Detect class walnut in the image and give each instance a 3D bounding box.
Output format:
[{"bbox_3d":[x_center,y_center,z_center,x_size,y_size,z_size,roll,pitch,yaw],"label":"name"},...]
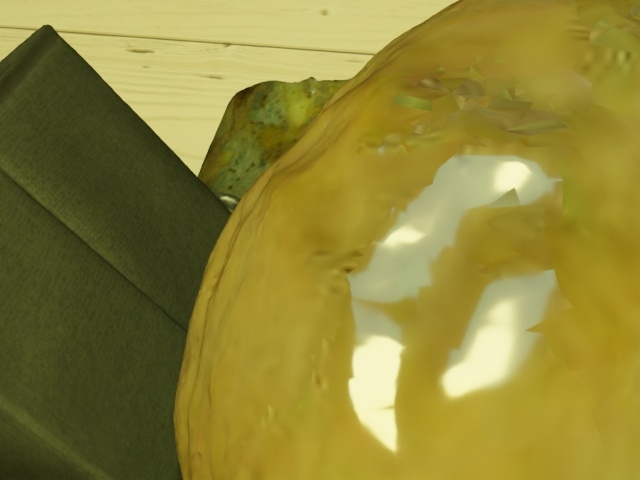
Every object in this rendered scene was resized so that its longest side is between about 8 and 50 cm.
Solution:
[{"bbox_3d":[0.116,0.063,0.453,0.384,0.383,0.383,-9,50,11],"label":"walnut"}]

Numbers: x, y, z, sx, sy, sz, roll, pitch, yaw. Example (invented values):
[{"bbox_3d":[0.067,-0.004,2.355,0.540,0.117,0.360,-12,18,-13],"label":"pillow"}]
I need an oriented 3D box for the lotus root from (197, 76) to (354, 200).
[{"bbox_3d":[-0.015,0.008,0.737,0.267,0.149,0.260,7,54,27],"label":"lotus root"}]

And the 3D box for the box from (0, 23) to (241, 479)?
[{"bbox_3d":[-0.237,0.074,0.598,0.345,0.204,0.251,-29,27,29],"label":"box"}]
